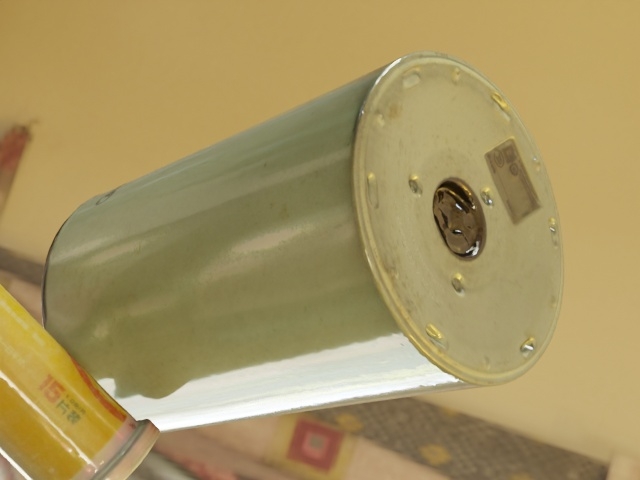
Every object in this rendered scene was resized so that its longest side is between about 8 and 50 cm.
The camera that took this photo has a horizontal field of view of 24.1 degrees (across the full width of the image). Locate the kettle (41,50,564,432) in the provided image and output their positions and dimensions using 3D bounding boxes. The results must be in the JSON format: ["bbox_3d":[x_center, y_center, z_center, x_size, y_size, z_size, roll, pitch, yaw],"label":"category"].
[{"bbox_3d":[0.000,0.000,1.246,0.377,0.250,0.361,-17,-165,39],"label":"kettle"}]

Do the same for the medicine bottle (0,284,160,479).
[{"bbox_3d":[-0.307,0.034,1.148,0.108,0.426,0.108,-42,-172,8],"label":"medicine bottle"}]
